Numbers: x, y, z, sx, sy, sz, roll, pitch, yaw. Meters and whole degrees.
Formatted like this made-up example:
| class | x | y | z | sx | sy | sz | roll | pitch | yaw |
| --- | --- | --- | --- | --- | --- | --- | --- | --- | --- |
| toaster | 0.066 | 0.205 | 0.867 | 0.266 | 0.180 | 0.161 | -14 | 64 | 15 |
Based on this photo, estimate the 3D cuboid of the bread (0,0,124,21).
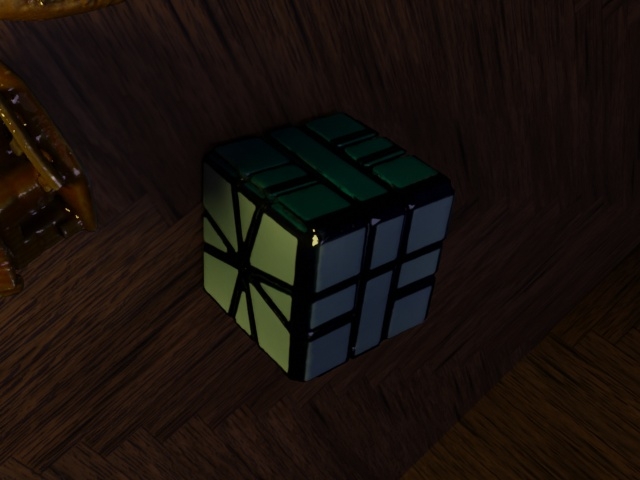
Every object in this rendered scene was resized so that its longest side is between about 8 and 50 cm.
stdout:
| class | x | y | z | sx | sy | sz | roll | pitch | yaw |
| --- | --- | --- | --- | --- | --- | --- | --- | --- | --- |
| bread | -0.287 | -0.345 | 0.775 | 0.268 | 0.145 | 0.268 | -26 | 133 | -32 |

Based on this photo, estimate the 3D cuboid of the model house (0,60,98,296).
| class | x | y | z | sx | sy | sz | roll | pitch | yaw |
| --- | --- | --- | --- | --- | --- | --- | --- | --- | --- |
| model house | -0.394 | -0.058 | 0.847 | 0.229 | 0.219 | 0.199 | -46 | 159 | -26 |

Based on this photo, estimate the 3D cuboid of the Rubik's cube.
| class | x | y | z | sx | sy | sz | roll | pitch | yaw |
| --- | --- | --- | --- | --- | --- | --- | --- | --- | --- |
| Rubik's cube | 0.000 | 0.000 | 1.236 | 0.283 | 0.288 | 0.293 | -22 | 132 | -31 |
